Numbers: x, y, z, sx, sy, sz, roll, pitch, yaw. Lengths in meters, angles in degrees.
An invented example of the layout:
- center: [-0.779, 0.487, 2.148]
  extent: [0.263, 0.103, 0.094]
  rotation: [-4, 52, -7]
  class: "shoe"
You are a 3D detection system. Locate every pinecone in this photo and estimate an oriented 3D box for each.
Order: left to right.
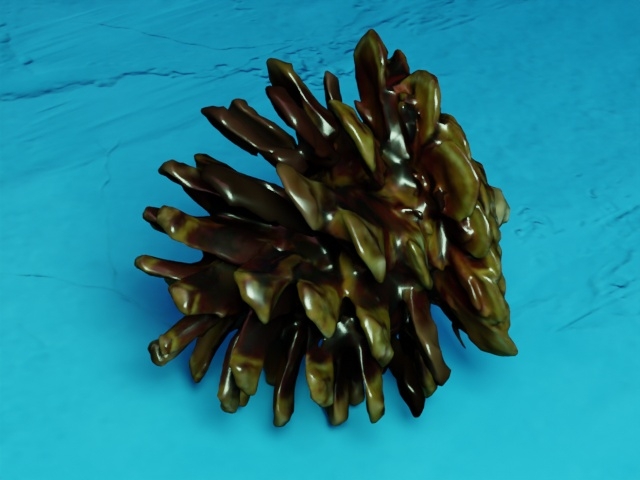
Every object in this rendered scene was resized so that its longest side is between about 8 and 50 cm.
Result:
- center: [0.003, 0.008, 1.223]
  extent: [0.264, 0.264, 0.264]
  rotation: [3, 32, -2]
  class: "pinecone"
